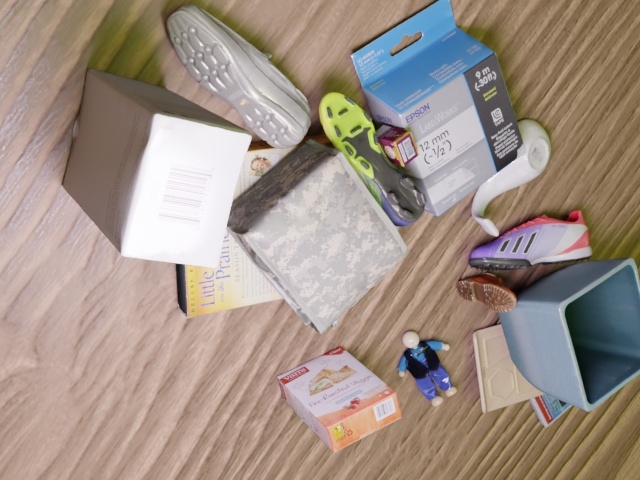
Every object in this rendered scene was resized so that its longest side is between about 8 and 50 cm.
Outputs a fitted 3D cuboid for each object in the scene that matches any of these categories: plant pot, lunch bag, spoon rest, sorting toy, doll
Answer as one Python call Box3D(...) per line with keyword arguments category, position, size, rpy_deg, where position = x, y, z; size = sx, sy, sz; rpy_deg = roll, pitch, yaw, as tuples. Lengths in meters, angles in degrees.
Box3D(category="plant pot", position=(0.531, 0.187, 2.046), size=(0.247, 0.252, 0.247), rpy_deg=(-27, 107, -30))
Box3D(category="lunch bag", position=(0.000, 0.000, 1.706), size=(0.235, 0.169, 0.287), rpy_deg=(-42, 118, -10))
Box3D(category="spoon rest", position=(0.403, -0.138, 2.011), size=(0.137, 0.084, 0.276), rpy_deg=(46, 70, -33))
Box3D(category="sorting toy", position=(0.437, 0.281, 2.171), size=(0.208, 0.038, 0.193), rpy_deg=(-13, 99, -27))
Box3D(category="doll", position=(0.232, 0.270, 2.069), size=(0.129, 0.046, 0.189), rpy_deg=(-34, 114, -3))

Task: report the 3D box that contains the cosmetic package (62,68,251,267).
Box3D(category="cosmetic package", position=(-0.269, -0.122, 1.464), size=(0.156, 0.385, 0.217), rpy_deg=(9, 105, -29))

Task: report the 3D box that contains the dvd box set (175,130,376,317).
Box3D(category="dvd box set", position=(-0.073, -0.038, 1.789), size=(0.420, 0.062, 0.308), rpy_deg=(-11, 112, -25))

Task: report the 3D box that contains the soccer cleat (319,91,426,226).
Box3D(category="soccer cleat", position=(0.080, -0.142, 1.743), size=(0.093, 0.121, 0.289), rpy_deg=(-43, 102, -24))

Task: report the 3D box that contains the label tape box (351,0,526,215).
Box3D(category="label tape box", position=(0.238, -0.261, 1.843), size=(0.249, 0.115, 0.348), rpy_deg=(-34, 122, -17))

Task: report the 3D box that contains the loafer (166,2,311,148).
Box3D(category="loafer", position=(-0.137, -0.296, 1.651), size=(0.319, 0.112, 0.111), rpy_deg=(46, 47, -28))

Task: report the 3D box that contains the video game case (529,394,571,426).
Box3D(category="video game case", position=(0.615, 0.297, 2.296), size=(0.285, 0.025, 0.204), rpy_deg=(-38, 121, -12))

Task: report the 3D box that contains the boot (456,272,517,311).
Box3D(category="boot", position=(0.377, 0.106, 2.026), size=(0.084, 0.158, 0.059), rpy_deg=(-18, 113, -30))

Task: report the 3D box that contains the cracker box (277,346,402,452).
Box3D(category="cracker box", position=(0.033, 0.308, 1.865), size=(0.155, 0.232, 0.067), rpy_deg=(-24, 116, -19))

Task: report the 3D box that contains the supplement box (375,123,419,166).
Box3D(category="supplement box", position=(0.138, -0.179, 1.767), size=(0.043, 0.083, 0.055), rpy_deg=(-37, 122, -20))

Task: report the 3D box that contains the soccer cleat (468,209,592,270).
Box3D(category="soccer cleat", position=(0.458, 0.002, 2.077), size=(0.318, 0.108, 0.117), rpy_deg=(-6, 89, -24))
